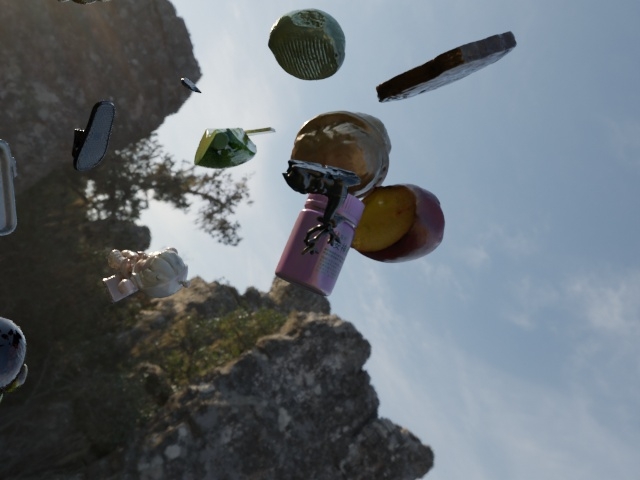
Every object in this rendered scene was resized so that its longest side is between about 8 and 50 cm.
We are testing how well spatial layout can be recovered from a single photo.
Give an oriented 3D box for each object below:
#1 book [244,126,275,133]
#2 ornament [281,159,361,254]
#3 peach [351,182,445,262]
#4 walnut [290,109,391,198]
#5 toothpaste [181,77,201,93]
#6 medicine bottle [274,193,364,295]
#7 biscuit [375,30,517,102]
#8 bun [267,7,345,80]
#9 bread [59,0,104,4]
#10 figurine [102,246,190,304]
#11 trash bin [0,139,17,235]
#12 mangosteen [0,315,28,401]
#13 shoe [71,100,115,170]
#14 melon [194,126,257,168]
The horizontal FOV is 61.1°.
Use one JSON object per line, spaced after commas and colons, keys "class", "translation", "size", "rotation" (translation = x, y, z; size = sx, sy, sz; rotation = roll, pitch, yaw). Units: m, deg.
{"class": "book", "translation": [-0.207, -0.355, 1.771], "size": [0.077, 0.111, 0.014], "rotation": [-37, 121, -81]}
{"class": "ornament", "translation": [-0.021, -0.072, 1.377], "size": [0.080, 0.202, 0.236], "rotation": [-121, -137, -60]}
{"class": "peach", "translation": [0.243, -0.057, 1.839], "size": [0.281, 0.338, 0.281], "rotation": [-2, 90, -85]}
{"class": "walnut", "translation": [0.074, -0.300, 1.963], "size": [0.381, 0.381, 0.381], "rotation": [46, -29, 34]}
{"class": "toothpaste", "translation": [-0.322, -0.382, 1.341], "size": [0.083, 0.027, 0.019], "rotation": [41, -69, 37]}
{"class": "medicine bottle", "translation": [0.000, 0.000, 1.572], "size": [0.178, 0.290, 0.178], "rotation": [22, -10, 4]}
{"class": "biscuit", "translation": [0.236, -0.319, 1.025], "size": [0.257, 0.273, 0.049], "rotation": [-14, -77, 46]}
{"class": "bun", "translation": [-0.031, -0.529, 1.443], "size": [0.221, 0.221, 0.108], "rotation": [135, -35, -66]}
{"class": "bread", "translation": [-0.362, -0.444, 0.885], "size": [0.134, 0.225, 0.081], "rotation": [13, 74, -76]}
{"class": "figurine", "translation": [-0.442, 0.092, 1.398], "size": [0.257, 0.182, 0.144], "rotation": [-3, -89, 40]}
{"class": "trash bin", "translation": [-0.765, -0.103, 0.994], "size": [0.368, 0.296, 0.255], "rotation": [9, -78, 32]}
{"class": "mangosteen", "translation": [-0.687, 0.258, 1.112], "size": [0.192, 0.192, 0.217], "rotation": [42, -17, 39]}
{"class": "shoe", "translation": [-0.450, -0.212, 1.064], "size": [0.053, 0.062, 0.159], "rotation": [43, -61, 19]}
{"class": "melon", "translation": [-0.282, -0.265, 1.570], "size": [0.323, 0.196, 0.124], "rotation": [-121, -159, -74]}
